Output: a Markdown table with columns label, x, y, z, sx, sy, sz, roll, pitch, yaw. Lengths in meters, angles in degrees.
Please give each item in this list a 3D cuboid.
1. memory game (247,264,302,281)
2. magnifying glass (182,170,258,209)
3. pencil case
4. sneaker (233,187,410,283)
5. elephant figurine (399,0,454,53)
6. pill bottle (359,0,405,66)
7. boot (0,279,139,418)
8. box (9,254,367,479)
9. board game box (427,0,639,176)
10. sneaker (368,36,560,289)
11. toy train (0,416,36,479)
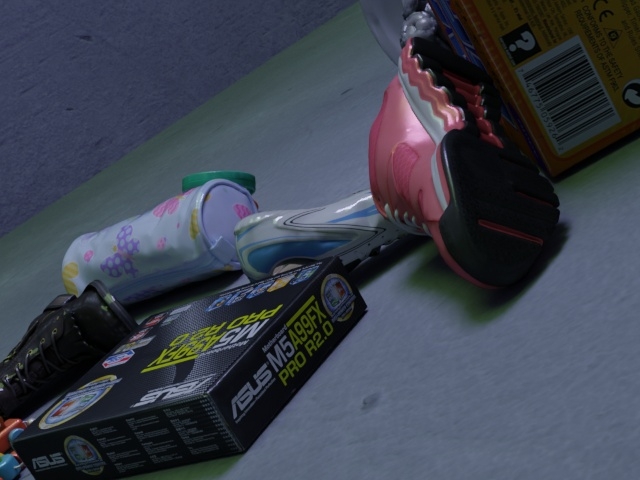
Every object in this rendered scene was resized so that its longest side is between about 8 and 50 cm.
| label | x | y | z | sx | sy | sz | roll | pitch | yaw |
| --- | --- | --- | --- | --- | --- | --- | --- | --- | --- |
| memory game | 0.000 | 0.000 | 1.403 | 0.186 | 0.012 | 0.186 | -30 | 13 | 8 |
| magnifying glass | -0.118 | -0.060 | 1.645 | 0.092 | 0.026 | 0.231 | -5 | -7 | 8 |
| pencil case | -0.199 | 0.014 | 1.561 | 0.273 | 0.113 | 0.124 | -21 | 22 | 35 |
| sneaker | 0.036 | -0.007 | 1.218 | 0.237 | 0.086 | 0.085 | -15 | -2 | -9 |
| elephant figurine | 0.230 | -0.265 | 1.575 | 0.239 | 0.169 | 0.186 | 1 | -18 | 24 |
| pill bottle | 0.268 | -0.423 | 1.903 | 0.392 | 0.224 | 0.224 | -35 | 14 | -18 |
| boot | -0.326 | 0.155 | 1.423 | 0.229 | 0.091 | 0.263 | -44 | 14 | -28 |
| box | -0.117 | 0.119 | 1.118 | 0.270 | 0.060 | 0.216 | -19 | 17 | 41 |
| board game box | 0.273 | -0.331 | 1.267 | 0.356 | 0.356 | 0.356 | -29 | 13 | 6 |
| sneaker | 0.108 | -0.043 | 1.089 | 0.136 | 0.116 | 0.314 | -56 | 25 | 30 |
| toy train | -0.330 | 0.211 | 1.273 | 0.125 | 0.046 | 0.166 | -38 | 15 | -26 |
